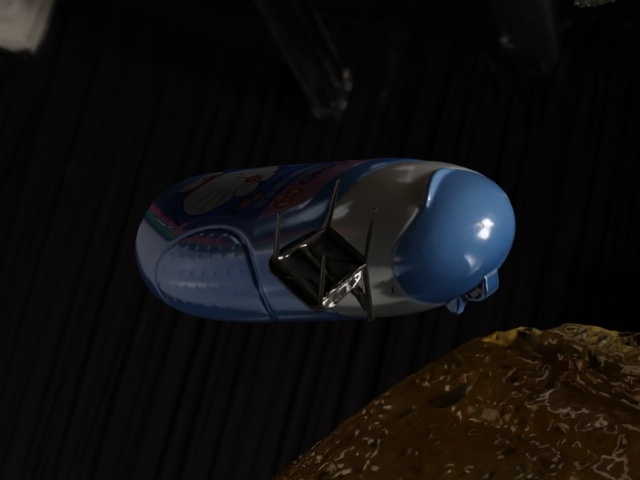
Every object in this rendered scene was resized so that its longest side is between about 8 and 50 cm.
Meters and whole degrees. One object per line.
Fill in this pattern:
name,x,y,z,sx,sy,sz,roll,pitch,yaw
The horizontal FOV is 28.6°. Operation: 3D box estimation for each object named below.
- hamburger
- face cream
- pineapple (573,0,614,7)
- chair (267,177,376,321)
hamburger,0.079,0.162,0.529,0.319,0.318,0.158,-10,-63,56
face cream,0.000,0.000,0.740,0.264,0.149,0.083,0,-63,49
pineapple,0.215,-0.195,0.815,0.159,0.074,0.074,-22,-4,-21
chair,0.001,0.013,0.556,0.037,0.042,0.086,43,-22,25
